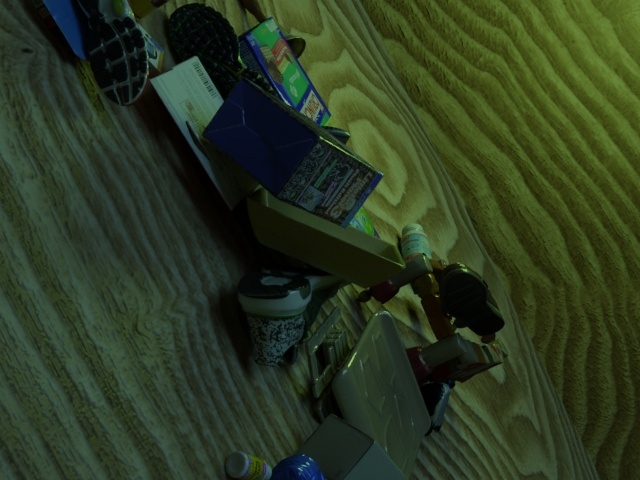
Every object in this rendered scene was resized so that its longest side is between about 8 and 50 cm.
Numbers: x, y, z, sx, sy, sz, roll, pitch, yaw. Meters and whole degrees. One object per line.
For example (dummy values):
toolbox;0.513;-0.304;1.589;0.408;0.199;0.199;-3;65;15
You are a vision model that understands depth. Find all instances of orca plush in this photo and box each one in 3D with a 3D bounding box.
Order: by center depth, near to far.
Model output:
orca plush;0.260;0.392;2.296;0.102;0.151;0.287;25;-2;17

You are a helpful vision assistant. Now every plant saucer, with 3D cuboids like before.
plant saucer;0.000;0.000;1.926;0.333;0.081;0.333;24;7;-2

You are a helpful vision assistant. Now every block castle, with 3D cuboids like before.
block castle;0.294;0.221;2.424;0.453;0.213;0.303;17;48;-63

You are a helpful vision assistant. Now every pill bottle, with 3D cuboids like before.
pill bottle;-0.115;0.373;1.527;0.083;0.043;0.043;35;35;-51
pill bottle;0.284;0.028;2.784;0.087;0.087;0.160;45;27;-39

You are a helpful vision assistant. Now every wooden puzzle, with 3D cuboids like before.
wooden puzzle;0.122;0.359;2.009;0.322;0.080;0.348;69;25;-12

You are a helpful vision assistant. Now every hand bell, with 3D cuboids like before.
hand bell;-0.155;-0.586;2.500;0.242;0.126;0.126;56;18;18

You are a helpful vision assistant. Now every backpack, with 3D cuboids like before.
backpack;-0.035;0.428;1.576;0.120;0.098;0.101;64;25;-1

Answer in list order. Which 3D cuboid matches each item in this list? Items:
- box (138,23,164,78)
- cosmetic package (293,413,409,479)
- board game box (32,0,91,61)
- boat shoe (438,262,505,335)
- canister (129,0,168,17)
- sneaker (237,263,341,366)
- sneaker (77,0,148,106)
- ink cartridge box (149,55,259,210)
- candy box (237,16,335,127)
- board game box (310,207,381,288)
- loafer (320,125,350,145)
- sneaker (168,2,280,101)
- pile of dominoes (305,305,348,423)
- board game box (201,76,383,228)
box;-0.366;-0.396;1.854;0.136;0.028;0.081;48;26;-38
cosmetic package;0.105;0.477;1.732;0.309;0.113;0.160;53;-18;-28
board game box;-0.452;-0.387;1.643;0.169;0.033;0.133;61;16;-21
boat shoe;0.345;0.125;2.233;0.307;0.110;0.104;52;17;-51
canister;-0.317;-0.544;1.938;0.073;0.170;0.126;51;25;-28
sneaker;-0.068;0.148;1.838;0.410;0.158;0.182;-14;112;-73
sneaker;-0.357;-0.363;1.683;0.118;0.107;0.279;55;19;-72
ink cartridge box;-0.239;-0.209;1.880;0.296;0.066;0.261;59;22;-11
candy box;-0.111;-0.359;2.270;0.317;0.122;0.268;59;21;-15
board game box;0.018;-0.041;2.172;0.275;0.144;0.142;58;21;-12
loafer;-0.054;-0.206;2.121;0.094;0.251;0.087;-125;-154;-74
sneaker;-0.224;-0.368;2.065;0.343;0.134;0.146;57;-15;1
pile of dominoes;0.008;0.261;1.933;0.251;0.040;0.196;-41;125;-68
board game box;-0.050;-0.169;1.861;0.232;0.141;0.291;40;9;28
